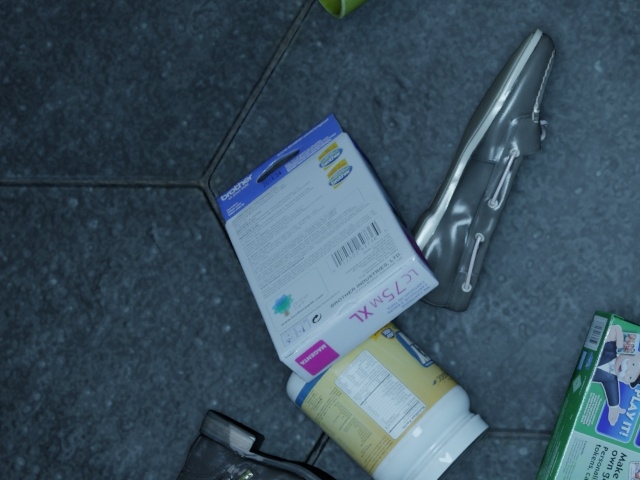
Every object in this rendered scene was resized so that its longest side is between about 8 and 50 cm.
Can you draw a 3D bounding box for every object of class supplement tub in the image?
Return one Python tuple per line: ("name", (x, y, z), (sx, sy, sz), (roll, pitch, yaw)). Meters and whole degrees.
("supplement tub", (0.076, 0.185, 1.918), (0.200, 0.144, 0.144), (43, 97, 11))

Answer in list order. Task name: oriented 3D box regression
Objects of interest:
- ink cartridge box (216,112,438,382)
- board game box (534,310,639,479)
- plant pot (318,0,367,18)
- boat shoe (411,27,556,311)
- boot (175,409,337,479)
("ink cartridge box", (0.000, 0.000, 1.926), (0.186, 0.065, 0.311), (-37, 40, 9))
("board game box", (0.343, 0.259, 1.845), (0.213, 0.046, 0.317), (21, 89, -18))
("plant pot", (0.091, -0.434, 1.901), (0.293, 0.275, 0.275), (-27, 82, -5))
("boat shoe", (0.195, -0.075, 1.929), (0.095, 0.112, 0.335), (28, 100, -5))
("boot", (-0.093, 0.345, 1.969), (0.263, 0.091, 0.229), (29, 88, 19))
